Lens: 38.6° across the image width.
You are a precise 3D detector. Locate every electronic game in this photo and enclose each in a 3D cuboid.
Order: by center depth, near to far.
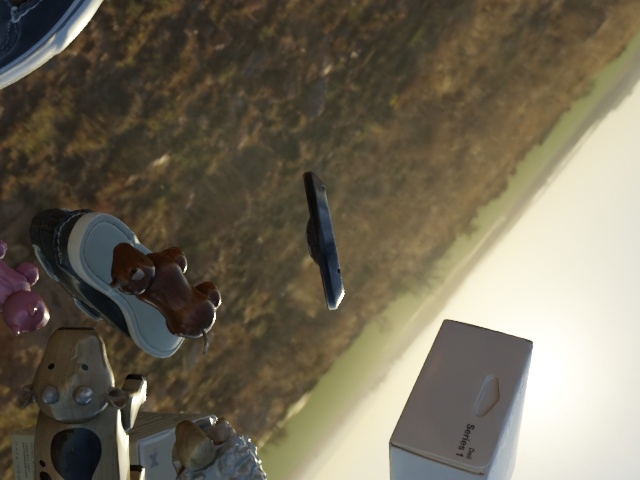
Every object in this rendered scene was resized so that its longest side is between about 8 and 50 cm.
[{"bbox_3d":[0.000,0.000,1.493,0.048,0.229,0.229,-10,167,0],"label":"electronic game"}]

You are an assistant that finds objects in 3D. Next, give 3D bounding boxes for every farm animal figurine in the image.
[{"bbox_3d":[-0.237,0.150,0.806,0.330,0.327,0.172,-15,-170,1],"label":"farm animal figurine"}]

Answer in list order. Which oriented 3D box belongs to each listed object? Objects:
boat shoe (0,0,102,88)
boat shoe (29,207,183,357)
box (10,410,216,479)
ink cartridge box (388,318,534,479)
[{"bbox_3d":[-0.185,-0.102,0.410,0.228,0.080,0.076,-37,180,-14],"label":"boat shoe"},{"bbox_3d":[-0.257,0.051,1.159,0.114,0.091,0.302,-63,152,-28],"label":"boat shoe"},{"bbox_3d":[-0.262,0.296,1.179,0.148,0.232,0.127,-7,92,-57],"label":"box"},{"bbox_3d":[0.170,0.264,1.119,0.278,0.117,0.201,85,27,-44],"label":"ink cartridge box"}]
